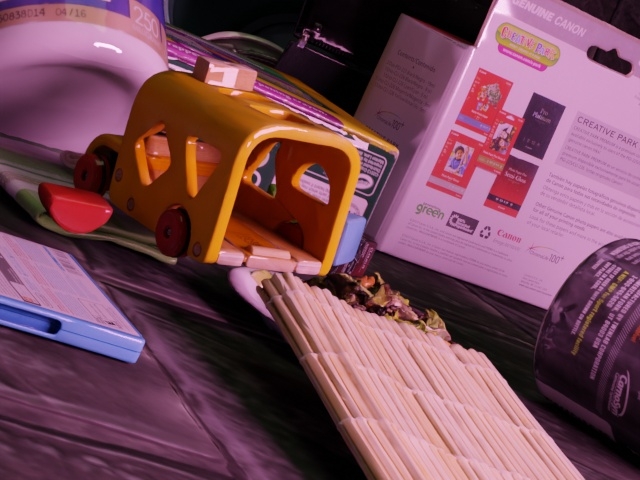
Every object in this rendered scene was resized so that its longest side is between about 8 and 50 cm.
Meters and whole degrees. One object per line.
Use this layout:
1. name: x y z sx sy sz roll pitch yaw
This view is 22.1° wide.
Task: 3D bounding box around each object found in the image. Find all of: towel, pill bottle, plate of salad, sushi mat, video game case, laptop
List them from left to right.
1. video game case: -0.174 0.009 0.768 0.166 0.015 0.119 20 10 -32
2. pill bottle: -0.187 -0.202 1.120 0.153 0.153 0.264 17 56 -42
3. towel: -0.164 -0.029 1.031 0.113 0.023 0.152 15 15 -38
4. plate of salad: 0.038 0.053 0.994 0.200 0.048 0.200 24 9 -4
5. laptop: 0.067 -0.179 1.665 0.234 0.264 0.136 22 -13 -16
6. sushi mat: 0.074 0.106 0.761 0.151 0.019 0.316 22 14 -25
7. pill bottle: 0.268 0.104 1.056 0.246 0.130 0.130 32 11 38

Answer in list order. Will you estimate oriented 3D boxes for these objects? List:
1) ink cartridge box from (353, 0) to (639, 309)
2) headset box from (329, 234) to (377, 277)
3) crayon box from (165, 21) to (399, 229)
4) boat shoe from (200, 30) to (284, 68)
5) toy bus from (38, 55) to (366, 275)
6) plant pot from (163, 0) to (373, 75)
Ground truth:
1. ink cartridge box: 0.195 -0.091 1.567 0.309 0.271 0.130 20 10 -35
2. headset box: 0.000 0.000 1.264 0.062 0.032 0.083 30 9 26
3. crayon box: -0.154 -0.132 1.396 0.363 0.106 0.313 22 8 -22
4. boat shoe: -0.130 -0.164 1.654 0.228 0.081 0.068 0 30 -21
5. toy bus: -0.067 -0.054 0.973 0.202 0.104 0.191 19 12 3
6. plant pot: -0.029 -0.222 1.853 0.293 0.293 0.196 26 -18 4
